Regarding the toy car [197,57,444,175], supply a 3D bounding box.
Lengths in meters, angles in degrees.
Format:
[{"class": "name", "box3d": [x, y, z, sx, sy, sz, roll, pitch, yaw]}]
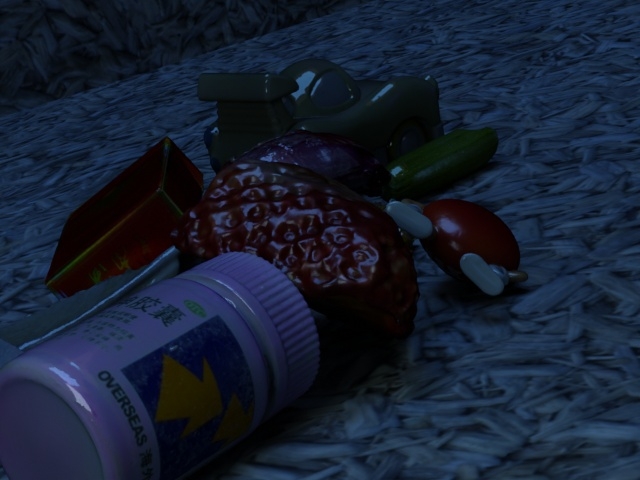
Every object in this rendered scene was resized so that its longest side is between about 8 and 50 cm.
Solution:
[{"class": "toy car", "box3d": [-0.001, -0.190, 2.319, 0.336, 0.226, 0.242, -28, 23, -38]}]

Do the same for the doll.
[{"class": "doll", "box3d": [0.158, 0.001, 1.761, 0.183, 0.085, 0.217, 35, 16, 9]}]

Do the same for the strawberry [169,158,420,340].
[{"class": "strawberry", "box3d": [0.000, 0.000, 1.635, 0.265, 0.149, 0.336, 27, -6, -30]}]

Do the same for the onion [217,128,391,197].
[{"class": "onion", "box3d": [-0.032, -0.084, 2.072, 0.283, 0.120, 0.227, -17, -9, -31]}]

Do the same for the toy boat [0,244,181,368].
[{"class": "toy boat", "box3d": [-0.322, 0.121, 1.702, 0.276, 0.111, 0.293, -15, 13, 43]}]

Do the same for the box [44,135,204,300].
[{"class": "box", "box3d": [-0.258, -0.020, 2.063, 0.197, 0.089, 0.313, -39, 16, 8]}]

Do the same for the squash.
[{"class": "squash", "box3d": [0.174, -0.113, 2.217, 0.239, 0.069, 0.069, -25, 21, -35]}]

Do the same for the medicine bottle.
[{"class": "medicine bottle", "box3d": [-0.152, 0.137, 1.445, 0.178, 0.178, 0.290, 3, 22, 41]}]

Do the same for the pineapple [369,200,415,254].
[{"class": "pineapple", "box3d": [0.023, -0.002, 1.954, 0.224, 0.076, 0.225, -13, 18, 4]}]
